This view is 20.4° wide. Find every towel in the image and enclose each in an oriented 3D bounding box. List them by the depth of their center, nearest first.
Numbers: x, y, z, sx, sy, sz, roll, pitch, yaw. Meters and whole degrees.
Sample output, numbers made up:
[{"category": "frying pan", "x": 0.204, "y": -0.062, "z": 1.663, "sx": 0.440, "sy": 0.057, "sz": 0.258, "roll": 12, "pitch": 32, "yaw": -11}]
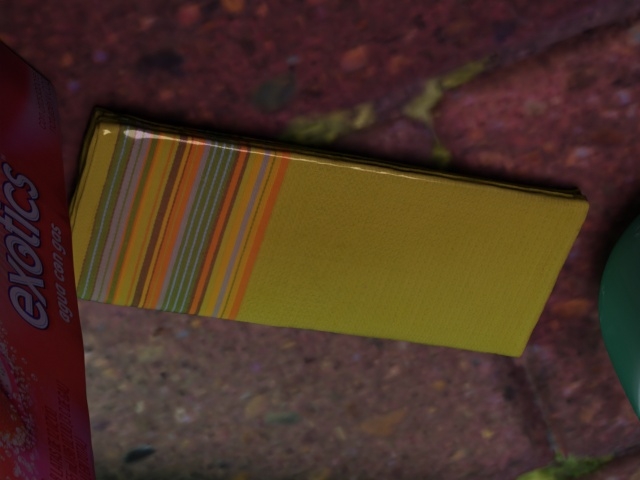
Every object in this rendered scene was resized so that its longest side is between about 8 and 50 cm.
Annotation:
[{"category": "towel", "x": 0.000, "y": 0.000, "z": 0.826, "sx": 0.237, "sy": 0.021, "sz": 0.102, "roll": 8, "pitch": 127, "yaw": -17}]

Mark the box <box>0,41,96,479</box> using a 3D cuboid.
[{"category": "box", "x": -0.188, "y": 0.024, "z": 0.633, "sx": 0.154, "sy": 0.300, "sz": 0.142, "roll": -39, "pitch": 123, "yaw": 17}]

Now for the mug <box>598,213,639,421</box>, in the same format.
[{"category": "mug", "x": 0.190, "y": 0.042, "z": 0.840, "sx": 0.129, "sy": 0.097, "sz": 0.158, "roll": 24, "pitch": 117, "yaw": -24}]
